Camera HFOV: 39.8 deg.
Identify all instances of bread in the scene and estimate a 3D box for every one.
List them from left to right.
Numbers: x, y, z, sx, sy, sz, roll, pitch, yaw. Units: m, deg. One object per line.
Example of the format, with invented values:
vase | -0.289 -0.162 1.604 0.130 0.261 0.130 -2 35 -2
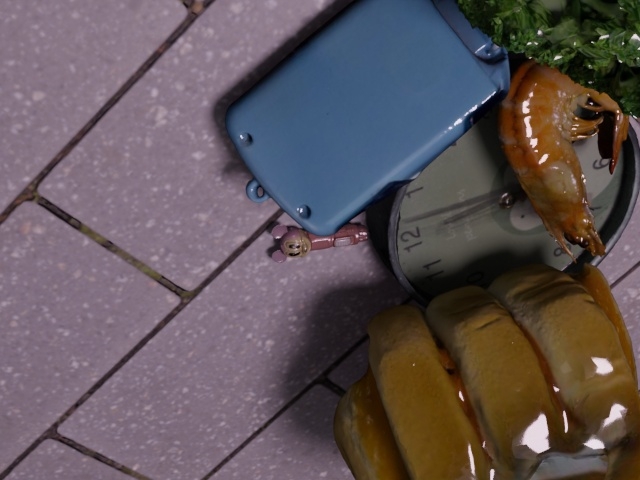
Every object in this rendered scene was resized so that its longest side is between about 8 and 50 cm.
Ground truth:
bread | 0.188 0.199 0.969 0.342 0.210 0.300 -11 109 -6

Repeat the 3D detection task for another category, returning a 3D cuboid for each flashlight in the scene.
flashlight | 0.000 0.000 0.985 0.110 0.031 0.052 -8 125 -13

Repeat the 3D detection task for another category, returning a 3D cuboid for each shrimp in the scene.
shrimp | 0.260 -0.088 0.914 0.150 0.068 0.248 -23 121 -7

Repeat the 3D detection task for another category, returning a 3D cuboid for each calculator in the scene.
calculator | 0.043 -0.130 0.856 0.293 0.051 0.173 -38 92 9

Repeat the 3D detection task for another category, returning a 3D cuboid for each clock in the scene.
clock | 0.211 -0.046 1.005 0.319 0.066 0.318 -9 126 -12

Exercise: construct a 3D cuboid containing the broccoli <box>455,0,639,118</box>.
broccoli | 0.319 -0.272 0.728 0.414 0.321 0.309 6 136 17
